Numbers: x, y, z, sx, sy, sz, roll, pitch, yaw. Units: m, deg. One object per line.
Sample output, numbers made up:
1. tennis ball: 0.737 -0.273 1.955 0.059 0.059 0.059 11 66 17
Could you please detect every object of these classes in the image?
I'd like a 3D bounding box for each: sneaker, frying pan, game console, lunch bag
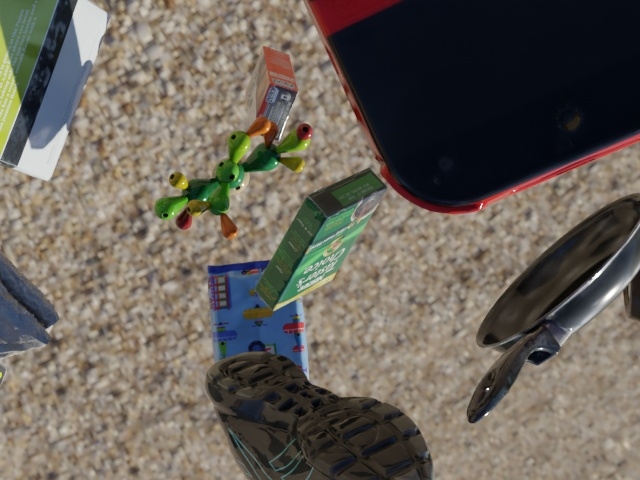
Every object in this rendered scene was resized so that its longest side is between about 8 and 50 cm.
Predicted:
1. sneaker: 0.002 0.181 1.033 0.101 0.267 0.106 -17 116 -32
2. frying pan: 0.210 0.048 1.017 0.197 0.053 0.326 -42 -175 14
3. game console: 0.170 -0.227 0.882 0.386 0.342 0.060 -23 -176 12
4. lunch bag: -0.089 0.149 1.911 0.138 0.221 0.293 -6 176 0

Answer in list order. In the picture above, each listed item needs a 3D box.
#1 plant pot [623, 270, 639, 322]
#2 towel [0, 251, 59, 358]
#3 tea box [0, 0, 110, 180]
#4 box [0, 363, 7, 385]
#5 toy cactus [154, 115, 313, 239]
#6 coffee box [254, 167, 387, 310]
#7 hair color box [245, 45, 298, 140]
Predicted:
1. plant pot: 0.408 0.020 1.167 0.230 0.215 0.215 -1 142 10
2. towel: -0.366 0.006 1.037 0.187 0.049 0.282 -13 130 29
3. tea box: -0.470 -0.239 1.347 0.220 0.328 0.323 -70 159 -3
4. box: -0.429 0.195 1.251 0.270 0.060 0.216 69 36 -71
5. toy cactus: -0.106 -0.079 1.572 0.219 0.112 0.180 -39 -177 -3
6. coffee box: 0.000 0.000 1.456 0.113 0.040 0.184 -26 157 -42
7. hair color box: -0.082 -0.242 2.004 0.053 0.167 0.093 15 116 -16
